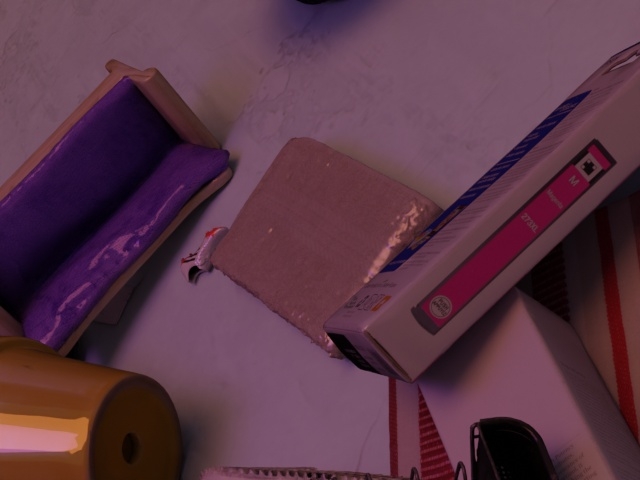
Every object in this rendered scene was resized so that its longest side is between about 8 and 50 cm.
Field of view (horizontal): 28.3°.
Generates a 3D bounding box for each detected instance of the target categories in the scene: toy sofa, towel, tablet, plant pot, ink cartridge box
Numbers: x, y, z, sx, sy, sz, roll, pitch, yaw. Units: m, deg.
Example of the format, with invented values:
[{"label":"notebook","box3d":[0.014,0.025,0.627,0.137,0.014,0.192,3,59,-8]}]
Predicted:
[{"label":"toy sofa","box3d":[-0.292,-0.040,1.555,0.362,0.150,0.177,-48,37,-11]},{"label":"towel","box3d":[0.188,0.104,1.047,0.329,0.037,0.237,-28,46,36]},{"label":"tablet","box3d":[-0.272,0.080,1.622,0.083,0.006,0.054,5,66,50]},{"label":"towel","box3d":[0.000,0.000,1.337,0.187,0.049,0.282,-57,36,0]},{"label":"plant pot","box3d":[-0.287,0.223,1.341,0.239,0.254,0.254,-5,57,28]},{"label":"ink cartridge box","box3d":[0.165,-0.032,1.052,0.371,0.069,0.176,-45,5,-9]}]

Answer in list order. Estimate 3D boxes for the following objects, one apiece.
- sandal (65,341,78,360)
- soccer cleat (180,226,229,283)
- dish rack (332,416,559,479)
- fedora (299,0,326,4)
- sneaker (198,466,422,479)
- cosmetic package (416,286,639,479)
[{"label":"sandal","box3d":[-0.400,0.236,1.556,0.167,0.107,0.445,-25,45,34]},{"label":"soccer cleat","box3d":[-0.134,0.017,1.496,0.083,0.029,0.035,-42,46,23]},{"label":"dish rack","box3d":[0.031,0.228,0.794,0.272,0.074,0.208,-7,43,-8]},{"label":"fedora","box3d":[-0.006,-0.416,1.584,0.334,0.152,0.334,-29,43,31]},{"label":"sneaker","box3d":[-0.022,0.272,1.099,0.293,0.102,0.146,-12,74,56]},{"label":"cosmetic package","box3d":[0.165,0.158,0.938,0.117,0.085,0.231,-43,38,21]}]
